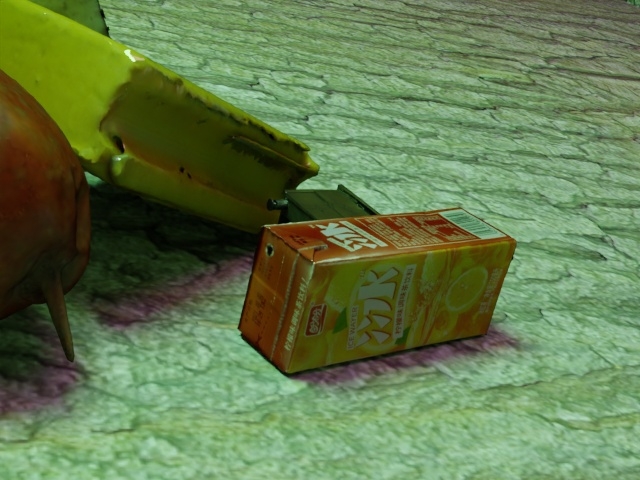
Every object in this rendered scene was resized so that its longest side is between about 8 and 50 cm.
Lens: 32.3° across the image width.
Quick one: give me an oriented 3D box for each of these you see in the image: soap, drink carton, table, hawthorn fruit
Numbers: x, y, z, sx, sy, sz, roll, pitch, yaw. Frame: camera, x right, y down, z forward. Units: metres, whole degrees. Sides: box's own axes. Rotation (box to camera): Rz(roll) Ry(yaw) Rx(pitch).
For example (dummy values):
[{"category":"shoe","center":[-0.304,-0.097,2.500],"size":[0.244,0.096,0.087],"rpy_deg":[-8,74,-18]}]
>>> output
[{"category":"soap","center":[-0.147,-0.099,0.935],"size":[0.204,0.096,0.324],"rpy_deg":[28,4,24]},{"category":"drink carton","center":[0.049,0.035,0.880],"size":[0.222,0.096,0.071],"rpy_deg":[-6,30,-41]},{"category":"table","center":[0.000,0.000,0.962],"size":[0.082,0.070,0.083],"rpy_deg":[-2,29,-35]},{"category":"hawthorn fruit","center":[-0.250,-0.020,0.715],"size":[0.262,0.210,0.210],"rpy_deg":[32,24,1]}]

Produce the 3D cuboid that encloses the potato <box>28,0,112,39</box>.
[{"category":"potato","center":[-0.343,-0.172,1.029],"size":[0.266,0.229,0.229],"rpy_deg":[-26,43,-36]}]
